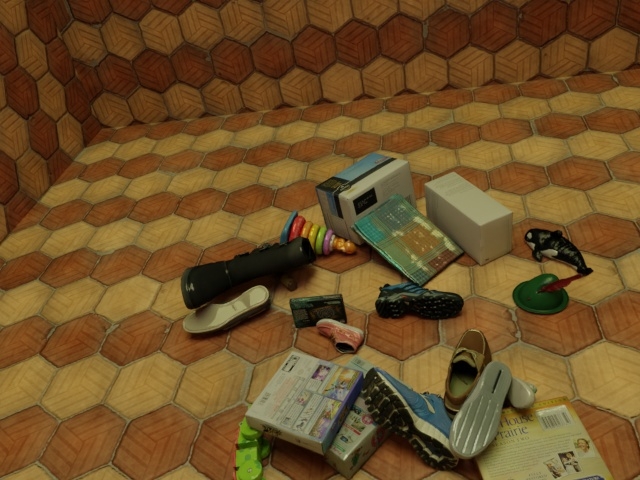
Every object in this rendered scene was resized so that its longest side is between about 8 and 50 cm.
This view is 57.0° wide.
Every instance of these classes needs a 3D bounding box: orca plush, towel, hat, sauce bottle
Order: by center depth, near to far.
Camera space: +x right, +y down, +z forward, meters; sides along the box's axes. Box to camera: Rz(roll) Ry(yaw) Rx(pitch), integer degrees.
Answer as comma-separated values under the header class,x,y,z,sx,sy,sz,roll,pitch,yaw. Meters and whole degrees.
class,x,y,z,sx,sy,sz,roll,pitch,yaw
hat,0.747,0.123,1.957,0.208,0.184,0.173,3,39,20
orca plush,0.853,0.018,2.135,0.151,0.102,0.287,-17,37,-6
towel,0.334,-0.009,2.272,0.271,0.040,0.370,-34,63,-25
sauce bottle,-0.136,0.149,2.299,0.042,0.042,0.128,-28,38,-20

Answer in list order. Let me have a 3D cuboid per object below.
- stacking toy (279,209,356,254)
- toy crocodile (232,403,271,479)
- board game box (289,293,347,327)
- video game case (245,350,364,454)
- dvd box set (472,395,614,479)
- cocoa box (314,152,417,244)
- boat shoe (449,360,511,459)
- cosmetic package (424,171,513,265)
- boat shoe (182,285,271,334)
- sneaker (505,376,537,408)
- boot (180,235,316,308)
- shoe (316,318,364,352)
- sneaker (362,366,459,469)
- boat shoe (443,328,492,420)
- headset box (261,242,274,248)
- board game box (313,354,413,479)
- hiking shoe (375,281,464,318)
class,x,y,z,sx,sy,sz,roll,pitch,yaw
stacking toy,0.000,0.000,2.390,0.301,0.175,0.166,11,40,12
toy crocodile,-0.201,0.609,1.647,0.105,0.115,0.341,-9,37,4
board game box,-0.007,0.246,2.063,0.186,0.126,0.026,-6,37,8
video game case,-0.039,0.452,1.681,0.244,0.061,0.269,10,38,27
dvd box set,0.562,0.602,1.479,0.307,0.062,0.421,-13,37,0
cocoa box,0.193,-0.182,2.473,0.347,0.232,0.228,-33,34,-25
boat shoe,0.429,0.460,1.579,0.109,0.094,0.302,31,55,16
cosmetic package,0.566,-0.091,2.288,0.155,0.197,0.365,-23,39,-16
boat shoe,-0.334,0.274,2.171,0.334,0.096,0.112,-23,57,-7
sneaker,0.564,0.417,1.640,0.094,0.080,0.212,5,-5,-3
boot,-0.255,0.112,2.185,0.444,0.146,0.367,-12,12,10
shoe,0.054,0.323,1.995,0.177,0.064,0.081,12,38,23
sneaker,0.255,0.469,1.625,0.330,0.130,0.147,44,38,3
boat shoe,0.441,0.382,1.757,0.122,0.120,0.324,4,40,21
headset box,-0.209,0.043,2.471,0.083,0.032,0.062,5,40,21
board game box,0.095,0.503,1.720,0.224,0.098,0.303,24,48,40
hiking shoe,0.342,0.190,2.046,0.303,0.113,0.132,0,39,16
